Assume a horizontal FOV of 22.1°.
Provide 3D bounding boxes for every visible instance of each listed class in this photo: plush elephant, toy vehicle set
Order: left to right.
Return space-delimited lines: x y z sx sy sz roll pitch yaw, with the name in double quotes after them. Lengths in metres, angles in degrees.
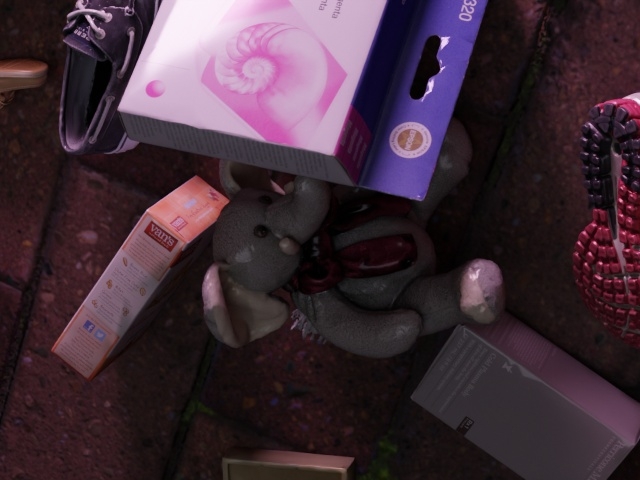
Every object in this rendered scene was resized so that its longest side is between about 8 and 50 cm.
-0.035 0.395 2.072 0.166 0.035 0.267 4 108 18 "toy vehicle set"
0.000 0.000 1.798 0.255 0.272 0.330 20 141 -35 "plush elephant"

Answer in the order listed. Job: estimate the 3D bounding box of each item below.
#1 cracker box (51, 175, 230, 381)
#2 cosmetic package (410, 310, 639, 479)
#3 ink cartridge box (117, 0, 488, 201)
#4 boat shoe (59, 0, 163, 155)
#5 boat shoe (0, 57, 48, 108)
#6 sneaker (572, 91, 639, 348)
-0.210 0.044 1.952 0.067 0.156 0.232 38 115 4 "cracker box"
0.240 0.188 1.876 0.238 0.107 0.127 35 118 8 "cosmetic package"
-0.007 -0.223 1.732 0.330 0.324 0.071 12 154 14 "ink cartridge box"
-0.247 -0.239 1.891 0.108 0.102 0.301 32 119 33 "boat shoe"
-0.401 -0.187 1.998 0.170 0.063 0.059 1 110 28 "boat shoe"
0.354 -0.018 1.774 0.121 0.112 0.299 34 134 45 "sneaker"
